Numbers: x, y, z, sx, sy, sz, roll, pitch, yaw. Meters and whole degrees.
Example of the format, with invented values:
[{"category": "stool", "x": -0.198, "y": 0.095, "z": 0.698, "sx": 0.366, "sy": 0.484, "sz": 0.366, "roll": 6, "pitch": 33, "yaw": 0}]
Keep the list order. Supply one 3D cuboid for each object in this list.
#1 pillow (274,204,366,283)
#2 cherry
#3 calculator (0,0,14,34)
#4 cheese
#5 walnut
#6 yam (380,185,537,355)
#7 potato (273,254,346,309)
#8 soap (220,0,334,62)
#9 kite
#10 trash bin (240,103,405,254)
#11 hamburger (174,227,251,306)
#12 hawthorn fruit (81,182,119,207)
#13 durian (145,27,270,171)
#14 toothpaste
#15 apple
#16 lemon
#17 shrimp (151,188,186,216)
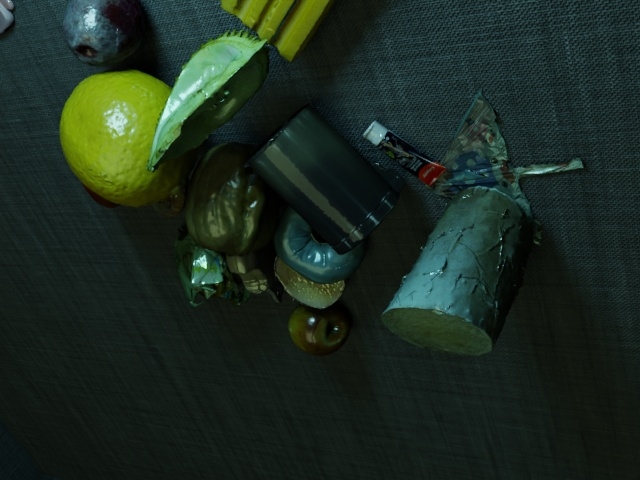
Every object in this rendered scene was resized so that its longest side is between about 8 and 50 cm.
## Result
[{"category": "pillow", "x": 0.000, "y": 0.000, "z": 2.031, "sx": 0.233, "sy": 0.086, "sz": 0.214, "roll": 30, "pitch": 110, "yaw": 2}, {"category": "cherry", "x": -0.493, "y": -0.481, "z": 1.848, "sx": 0.195, "sy": 0.195, "sz": 0.195, "roll": 17, "pitch": 135, "yaw": 18}, {"category": "calculator", "x": -0.835, "y": -0.577, "z": 2.085, "sx": 0.166, "sy": 0.024, "sz": 0.103, "roll": -19, "pitch": 116, "yaw": 42}, {"category": "cheese", "x": -0.160, "y": 0.081, "z": 2.189, "sx": 0.082, "sy": 0.163, "sz": 0.286, "roll": -9, "pitch": 140, "yaw": 20}, {"category": "walnut", "x": -0.212, "y": -0.100, "z": 1.985, "sx": 0.227, "sy": 0.283, "sz": 0.283, "roll": 1, "pitch": 148, "yaw": -30}, {"category": "yam", "x": 0.306, "y": 0.073, "z": 1.743, "sx": 0.241, "sy": 0.348, "sz": 0.241, "roll": 25, "pitch": 154, "yaw": 13}, {"category": "potato", "x": -0.025, "y": 0.084, "z": 2.142, "sx": 0.200, "sy": 0.081, "sz": 0.164, "roll": 40, "pitch": 102, "yaw": -2}, {"category": "soap", "x": -0.047, "y": -0.530, "z": 1.596, "sx": 0.204, "sy": 0.096, "sz": 0.324, "roll": 38, "pitch": 137, "yaw": -5}, {"category": "kite", "x": 0.380, "y": -0.140, "z": 1.750, "sx": 0.368, "sy": 0.014, "sz": 0.406, "roll": -7, "pitch": 124, "yaw": 36}, {"category": "trash bin", "x": 0.007, "y": -0.142, "z": 1.840, "sx": 0.301, "sy": 0.203, "sz": 0.252, "roll": 44, "pitch": 97, "yaw": -9}, {"category": "hamburger", "x": -0.322, "y": 0.089, "z": 2.245, "sx": 0.261, "sy": 0.150, "sz": 0.276, "roll": 17, "pitch": 137, "yaw": 48}, {"category": "hawthorn fruit", "x": -0.559, "y": -0.192, "z": 2.160, "sx": 0.202, "sy": 0.185, "sz": 0.185, "roll": 48, "pitch": 138, "yaw": 8}, {"category": "durian", "x": -0.236, "y": -0.281, "z": 1.738, "sx": 0.394, "sy": 0.198, "sz": 0.163, "roll": -43, "pitch": 126, "yaw": 13}, {"category": "toothpaste", "x": 0.186, "y": -0.192, "z": 1.801, "sx": 0.193, "sy": 0.045, "sz": 0.071, "roll": 36, "pitch": 139, "yaw": -7}, {"category": "apple", "x": -0.008, "y": 0.233, "z": 2.249, "sx": 0.147, "sy": 0.163, "sz": 0.146, "roll": 4, "pitch": 120, "yaw": 57}, {"category": "lemon", "x": -0.450, "y": -0.244, "z": 1.935, "sx": 0.336, "sy": 0.336, "sz": 0.336, "roll": 17, "pitch": 135, "yaw": 18}, {"category": "shrimp", "x": -0.423, "y": -0.130, "z": 2.219, "sx": 0.132, "sy": 0.051, "sz": 0.187, "roll": 41, "pitch": 140, "yaw": -8}]
